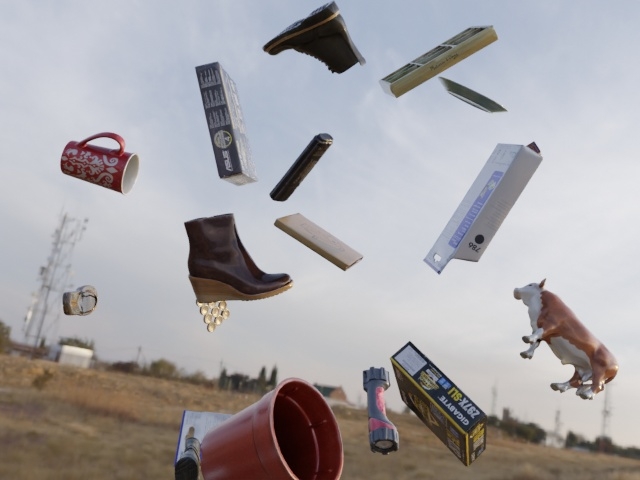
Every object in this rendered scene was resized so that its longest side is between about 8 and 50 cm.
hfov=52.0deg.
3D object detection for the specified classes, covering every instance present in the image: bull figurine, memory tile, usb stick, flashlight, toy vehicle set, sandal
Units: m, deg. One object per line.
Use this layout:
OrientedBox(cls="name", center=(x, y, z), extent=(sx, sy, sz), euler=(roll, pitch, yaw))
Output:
OrientedBox(cls="bull figurine", center=(0.573, 0.236, 1.570), extent=(0.310, 0.188, 0.101), euler=(43, -29, 12))
OrientedBox(cls="memory tile", center=(-0.360, 0.225, 2.201), extent=(0.012, 0.113, 0.147), euler=(8, -53, 37))
OrientedBox(cls="usb stick", center=(-0.060, -0.216, 1.976), extent=(0.077, 0.045, 0.278), euler=(-5, -34, -48))
OrientedBox(cls="flashlight", center=(0.210, 0.575, 2.249), extent=(0.103, 0.304, 0.103), euler=(-33, -58, 28))
OrientedBox(cls="toy vehicle set", center=(0.272, -0.426, 1.555), extent=(0.267, 0.035, 0.166), euler=(-30, 17, 4))
OrientedBox(cls="sandal", center=(-0.673, 0.170, 1.874), extent=(0.060, 0.089, 0.219), euler=(-8, -4, 0))

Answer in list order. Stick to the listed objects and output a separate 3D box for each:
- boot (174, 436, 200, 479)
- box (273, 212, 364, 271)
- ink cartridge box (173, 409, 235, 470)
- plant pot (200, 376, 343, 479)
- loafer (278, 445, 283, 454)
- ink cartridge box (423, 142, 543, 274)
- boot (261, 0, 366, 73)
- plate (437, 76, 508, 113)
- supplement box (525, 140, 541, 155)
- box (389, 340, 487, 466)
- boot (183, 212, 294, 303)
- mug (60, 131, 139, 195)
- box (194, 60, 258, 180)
OrientedBox(cls="boot", center=(-0.358, 0.681, 1.799), extent=(0.084, 0.246, 0.161), euler=(6, 1, -4))
OrientedBox(cls="box", center=(0.000, 0.000, 1.569), extent=(0.201, 0.021, 0.164), euler=(33, 15, 10))
OrientedBox(cls="ink cartridge box", center=(-0.259, 0.644, 2.060), extent=(0.371, 0.175, 0.069), euler=(9, -25, -7))
OrientedBox(cls="plant pot", center=(-0.131, 0.506, 1.588), extent=(0.265, 0.272, 0.272), euler=(-29, -33, 26))
OrientedBox(cls="loafer", center=(-0.106, 0.550, 1.764), extent=(0.092, 0.268, 0.102), euler=(-29, -18, -47))
OrientedBox(cls="ink cartridge box", center=(0.360, -0.063, 1.479), extent=(0.065, 0.332, 0.165), euler=(32, 7, -9))
OrientedBox(cls="boot", center=(-0.017, -0.381, 1.336), extent=(0.198, 0.076, 0.137), euler=(-11, -58, 44))
OrientedBox(cls="plate", center=(0.361, -0.342, 1.572), extent=(0.188, 0.024, 0.188), euler=(26, 12, -6))
OrientedBox(cls="supplement box", center=(0.681, -0.284, 2.165), extent=(0.083, 0.043, 0.055), euler=(-32, -17, 17))
OrientedBox(cls="box", center=(0.303, 0.421, 1.666), extent=(0.257, 0.079, 0.322), euler=(42, -15, 30))
OrientedBox(cls="boot", center=(-0.194, 0.038, 1.559), extent=(0.249, 0.206, 0.090), euler=(-6, 8, -6))
OrientedBox(cls="mug", center=(-0.561, -0.209, 1.680), extent=(0.170, 0.150, 0.113), euler=(15, 8, 2))
OrientedBox(cls="box", center=(-0.329, -0.403, 2.350), extent=(0.097, 0.394, 0.318), euler=(-13, 0, 2))
